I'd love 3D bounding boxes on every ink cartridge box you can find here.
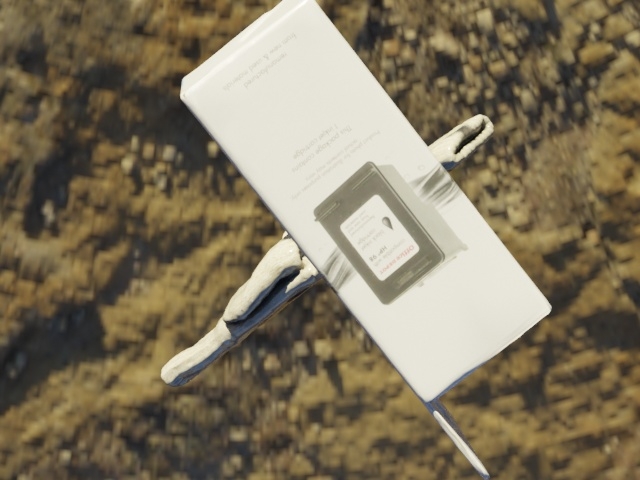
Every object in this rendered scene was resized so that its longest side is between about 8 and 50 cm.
[{"bbox_3d":[0.025,-0.005,0.726,0.060,0.104,0.180,-38,99,1],"label":"ink cartridge box"}]

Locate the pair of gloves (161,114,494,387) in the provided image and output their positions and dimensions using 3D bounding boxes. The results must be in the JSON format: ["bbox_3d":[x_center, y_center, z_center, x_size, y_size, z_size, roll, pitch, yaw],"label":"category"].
[{"bbox_3d":[0.000,0.000,1.332,0.042,0.240,0.204,51,134,-1],"label":"pair of gloves"}]
